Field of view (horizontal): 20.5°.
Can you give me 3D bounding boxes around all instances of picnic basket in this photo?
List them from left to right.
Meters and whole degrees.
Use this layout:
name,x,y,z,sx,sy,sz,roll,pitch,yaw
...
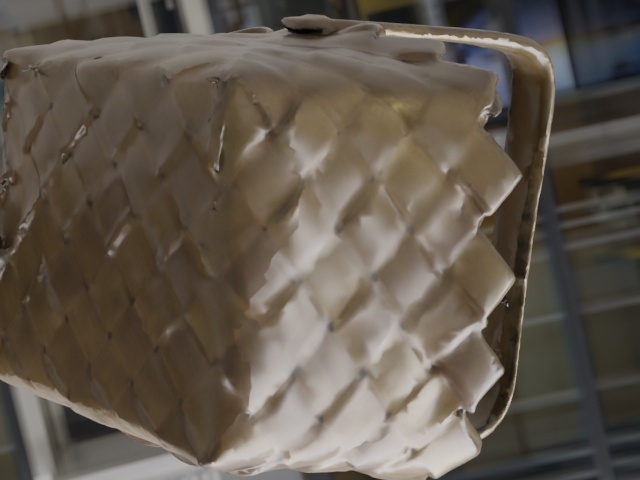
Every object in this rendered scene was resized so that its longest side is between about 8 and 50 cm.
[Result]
name,x,y,z,sx,sy,sz,roll,pitch,yaw
picnic basket,0.000,0.000,0.996,0.321,0.254,0.291,1,-171,-38
